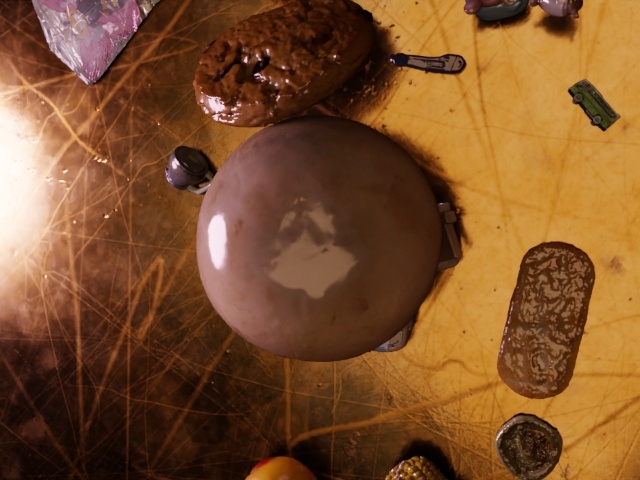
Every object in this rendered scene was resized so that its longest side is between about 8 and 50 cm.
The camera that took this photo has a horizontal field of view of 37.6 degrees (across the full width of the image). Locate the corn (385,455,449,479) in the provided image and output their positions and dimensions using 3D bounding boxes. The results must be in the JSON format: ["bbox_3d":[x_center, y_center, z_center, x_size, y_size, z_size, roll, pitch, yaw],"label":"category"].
[{"bbox_3d":[0.222,0.455,1.472,0.291,0.101,0.101,40,102,4],"label":"corn"}]

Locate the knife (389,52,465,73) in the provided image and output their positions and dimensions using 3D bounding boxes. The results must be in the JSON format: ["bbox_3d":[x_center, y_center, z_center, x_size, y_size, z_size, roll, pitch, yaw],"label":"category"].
[{"bbox_3d":[0.165,-0.279,1.466,0.121,0.018,0.031,10,104,14],"label":"knife"}]

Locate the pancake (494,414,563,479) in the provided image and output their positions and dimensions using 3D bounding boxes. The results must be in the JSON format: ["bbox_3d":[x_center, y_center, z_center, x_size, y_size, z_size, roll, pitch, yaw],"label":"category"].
[{"bbox_3d":[0.325,0.326,1.475,0.108,0.017,0.108,0,92,10],"label":"pancake"}]

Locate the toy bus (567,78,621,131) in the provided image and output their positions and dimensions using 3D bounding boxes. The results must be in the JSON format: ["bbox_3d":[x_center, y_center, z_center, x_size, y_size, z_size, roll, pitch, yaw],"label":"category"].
[{"bbox_3d":[0.407,-0.203,1.406,0.037,0.031,0.083,-40,85,6],"label":"toy bus"}]

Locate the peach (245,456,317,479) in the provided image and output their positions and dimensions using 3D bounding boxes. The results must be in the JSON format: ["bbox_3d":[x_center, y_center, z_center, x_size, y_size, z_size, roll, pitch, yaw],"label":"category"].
[{"bbox_3d":[-0.063,0.414,1.517,0.138,0.138,0.138,1,95,14],"label":"peach"}]

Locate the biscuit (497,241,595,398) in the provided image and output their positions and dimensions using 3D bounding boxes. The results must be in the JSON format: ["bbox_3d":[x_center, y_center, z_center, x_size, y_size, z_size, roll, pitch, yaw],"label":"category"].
[{"bbox_3d":[0.346,0.124,1.447,0.118,0.029,0.247,13,97,13],"label":"biscuit"}]

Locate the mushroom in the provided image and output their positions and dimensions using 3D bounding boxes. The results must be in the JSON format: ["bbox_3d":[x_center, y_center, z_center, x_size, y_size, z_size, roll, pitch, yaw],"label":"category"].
[{"bbox_3d":[0.000,0.000,1.395,0.362,0.294,0.363,-1,80,9],"label":"mushroom"}]

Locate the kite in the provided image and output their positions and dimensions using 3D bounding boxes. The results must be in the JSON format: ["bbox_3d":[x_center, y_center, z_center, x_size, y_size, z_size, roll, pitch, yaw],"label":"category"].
[{"bbox_3d":[-0.327,-0.431,1.576,0.360,0.022,0.204,-34,86,18],"label":"kite"}]

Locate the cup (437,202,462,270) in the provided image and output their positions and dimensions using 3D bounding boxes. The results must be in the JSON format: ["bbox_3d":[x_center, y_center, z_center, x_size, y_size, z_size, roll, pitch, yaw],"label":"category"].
[{"bbox_3d":[0.184,-0.005,1.448,0.102,0.074,0.099,-8,95,42],"label":"cup"}]

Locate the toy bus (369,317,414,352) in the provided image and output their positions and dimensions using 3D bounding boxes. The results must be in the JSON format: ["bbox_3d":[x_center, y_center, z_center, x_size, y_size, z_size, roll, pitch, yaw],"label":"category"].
[{"bbox_3d":[0.112,0.118,1.490,0.074,0.060,0.123,7,94,10],"label":"toy bus"}]

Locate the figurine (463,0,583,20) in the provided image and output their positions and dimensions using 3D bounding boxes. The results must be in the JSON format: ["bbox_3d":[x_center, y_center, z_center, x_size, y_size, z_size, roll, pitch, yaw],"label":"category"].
[{"bbox_3d":[0.332,-0.382,1.366,0.260,0.103,0.205,-17,65,11],"label":"figurine"}]

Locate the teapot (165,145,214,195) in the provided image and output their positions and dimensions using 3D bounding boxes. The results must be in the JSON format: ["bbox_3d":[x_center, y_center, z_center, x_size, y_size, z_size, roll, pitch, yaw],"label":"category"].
[{"bbox_3d":[-0.217,-0.111,1.558,0.088,0.066,0.057,35,123,-14],"label":"teapot"}]

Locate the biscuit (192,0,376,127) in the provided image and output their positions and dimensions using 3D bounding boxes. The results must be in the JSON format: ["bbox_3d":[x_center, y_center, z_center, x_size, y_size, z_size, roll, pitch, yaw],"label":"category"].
[{"bbox_3d":[-0.060,-0.280,1.411,0.295,0.296,0.075,-18,131,15],"label":"biscuit"}]
